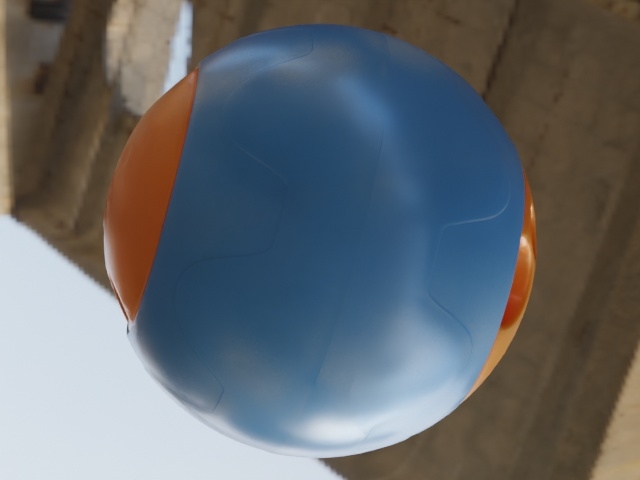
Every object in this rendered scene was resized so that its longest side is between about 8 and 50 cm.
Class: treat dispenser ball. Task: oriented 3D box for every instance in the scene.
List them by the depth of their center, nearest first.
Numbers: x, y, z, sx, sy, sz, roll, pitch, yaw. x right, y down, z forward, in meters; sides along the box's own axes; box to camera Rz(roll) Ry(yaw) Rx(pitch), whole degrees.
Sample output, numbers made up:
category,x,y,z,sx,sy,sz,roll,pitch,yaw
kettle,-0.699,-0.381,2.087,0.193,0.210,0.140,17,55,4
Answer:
category,x,y,z,sx,sy,sz,roll,pitch,yaw
treat dispenser ball,0.000,0.000,1.035,0.288,0.288,0.288,6,-82,48
